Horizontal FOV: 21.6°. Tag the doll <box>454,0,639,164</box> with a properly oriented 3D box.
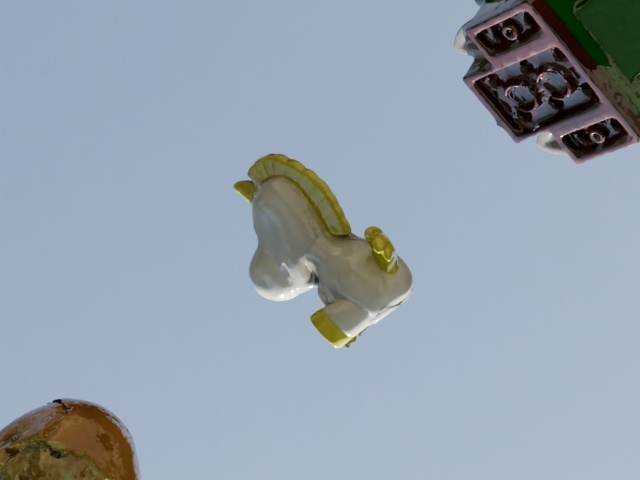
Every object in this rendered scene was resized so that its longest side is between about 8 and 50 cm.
[{"bbox_3d":[0.127,-0.115,0.716,0.106,0.134,0.186,45,-154,-16],"label":"doll"}]

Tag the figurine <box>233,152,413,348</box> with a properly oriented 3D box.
[{"bbox_3d":[-0.003,0.004,1.387,0.178,0.129,0.109,35,-133,25],"label":"figurine"}]

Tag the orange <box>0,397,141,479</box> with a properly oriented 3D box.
[{"bbox_3d":[-0.218,0.207,1.405,0.134,0.157,0.156,43,-132,-21],"label":"orange"}]
